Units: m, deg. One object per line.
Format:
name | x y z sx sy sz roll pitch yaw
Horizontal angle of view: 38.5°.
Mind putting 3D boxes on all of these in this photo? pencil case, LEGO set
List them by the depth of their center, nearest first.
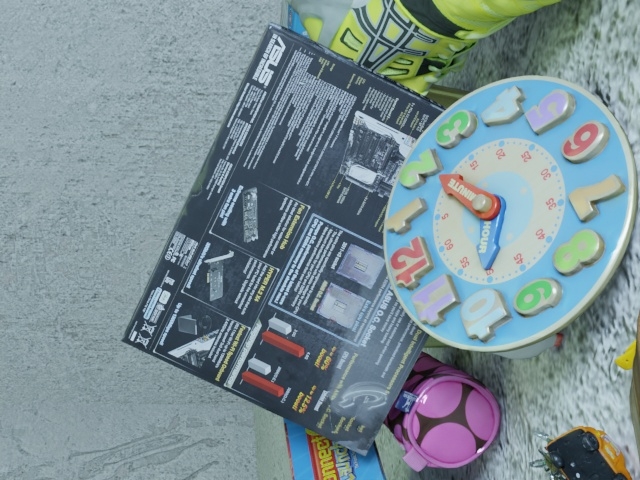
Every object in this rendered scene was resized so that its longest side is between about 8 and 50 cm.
LEGO set | 0.179 0.160 0.658 0.083 0.023 0.054 17 135 63
pencil case | 0.099 0.162 0.905 0.098 0.095 0.209 -54 4 -4

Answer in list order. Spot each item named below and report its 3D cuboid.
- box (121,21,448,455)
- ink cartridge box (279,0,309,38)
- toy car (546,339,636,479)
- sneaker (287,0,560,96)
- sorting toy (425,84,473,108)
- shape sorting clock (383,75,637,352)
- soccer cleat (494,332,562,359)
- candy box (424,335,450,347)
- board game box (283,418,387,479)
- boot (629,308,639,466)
box | 0.000 0.000 0.808 0.076 0.242 0.307 -81 16 -80
ink cartridge box | 0.030 -0.235 1.228 0.171 0.168 0.232 -101 15 -52
toy car | 0.195 0.116 0.580 0.040 0.060 0.122 -23 -34 -52
sneaker | 0.107 -0.210 0.799 0.385 0.145 0.147 19 139 62
sorting toy | 0.082 -0.118 0.986 0.229 0.041 0.307 21 113 39
shape sorting clock | 0.126 -0.022 0.656 0.206 0.040 0.206 -19 64 43
soccer cleat | 0.151 -0.004 0.695 0.068 0.076 0.196 -130 43 -77
candy box | 0.085 0.012 0.963 0.105 0.027 0.206 -9 93 43
board game box | 0.042 0.309 0.974 0.302 0.086 0.308 -106 0 -64
boot | 0.192 0.080 0.364 0.248 0.090 0.207 -92 7 -47
